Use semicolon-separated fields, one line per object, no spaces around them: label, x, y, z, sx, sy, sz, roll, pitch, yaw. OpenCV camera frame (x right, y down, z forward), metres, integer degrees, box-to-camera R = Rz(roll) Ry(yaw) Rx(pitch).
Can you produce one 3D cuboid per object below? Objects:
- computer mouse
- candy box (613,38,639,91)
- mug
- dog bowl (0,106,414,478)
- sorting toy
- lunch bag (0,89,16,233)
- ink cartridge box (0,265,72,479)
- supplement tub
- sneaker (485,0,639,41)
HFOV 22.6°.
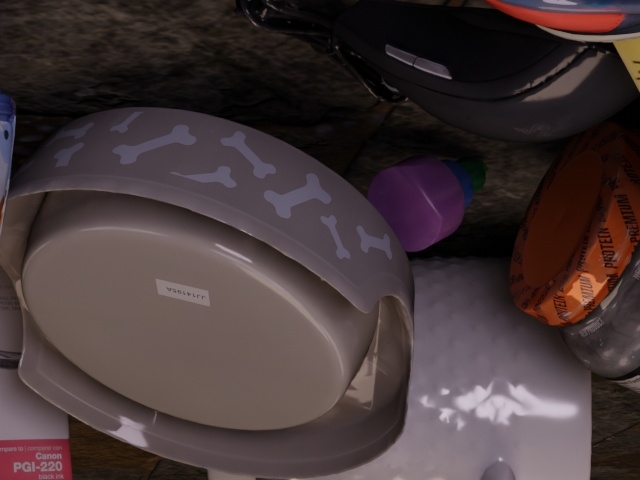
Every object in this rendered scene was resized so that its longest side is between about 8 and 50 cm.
computer mouse;0.084;-0.085;0.902;0.262;0.060;0.184;16;179;39
candy box;0.312;-0.106;0.730;0.317;0.122;0.268;-13;129;33
mug;0.064;0.171;1.415;0.328;0.276;0.374;0;-155;3
dog bowl;-0.090;0.040;1.173;0.349;0.102;0.349;13;145;9
sorting toy;0.000;0.000;1.310;0.365;0.127;0.126;-23;-178;45
lunch bag;-0.304;-0.050;0.927;0.243;0.115;0.303;4;-179;-12
ink cartridge box;-0.298;0.134;1.455;0.092;0.218;0.158;0;164;-30
supplement tub;0.311;0.042;1.177;0.316;0.193;0.193;25;156;-14
sneaker;0.196;-0.157;0.562;0.350;0.131;0.148;-24;173;32
